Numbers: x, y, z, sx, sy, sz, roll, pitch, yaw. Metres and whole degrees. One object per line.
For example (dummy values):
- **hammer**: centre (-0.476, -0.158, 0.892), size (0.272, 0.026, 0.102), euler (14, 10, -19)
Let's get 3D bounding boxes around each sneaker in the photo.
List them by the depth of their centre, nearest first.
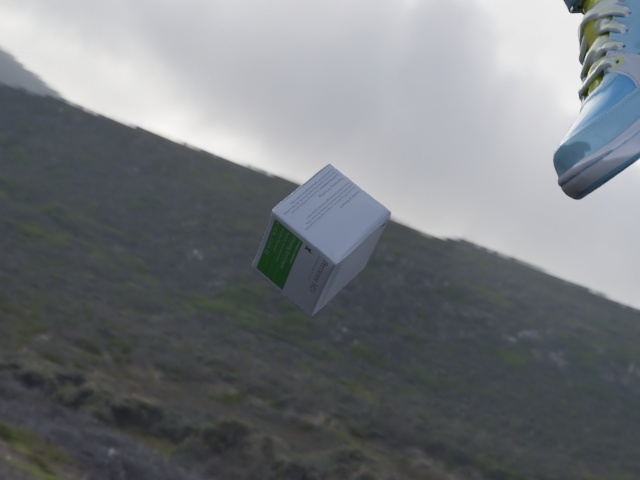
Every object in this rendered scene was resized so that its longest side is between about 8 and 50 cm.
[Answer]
- **sneaker**: centre (0.261, -0.191, 1.075), size (0.208, 0.319, 0.127), euler (46, -33, -1)

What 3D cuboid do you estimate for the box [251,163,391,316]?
- **box**: centre (0.000, 0.000, 1.182), size (0.087, 0.102, 0.101), euler (39, -39, 12)
